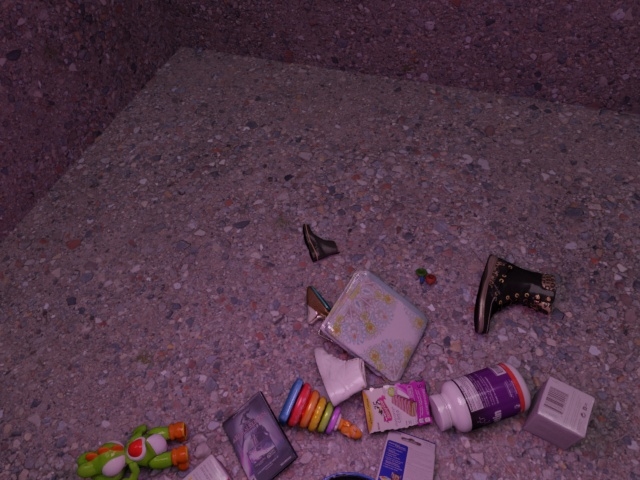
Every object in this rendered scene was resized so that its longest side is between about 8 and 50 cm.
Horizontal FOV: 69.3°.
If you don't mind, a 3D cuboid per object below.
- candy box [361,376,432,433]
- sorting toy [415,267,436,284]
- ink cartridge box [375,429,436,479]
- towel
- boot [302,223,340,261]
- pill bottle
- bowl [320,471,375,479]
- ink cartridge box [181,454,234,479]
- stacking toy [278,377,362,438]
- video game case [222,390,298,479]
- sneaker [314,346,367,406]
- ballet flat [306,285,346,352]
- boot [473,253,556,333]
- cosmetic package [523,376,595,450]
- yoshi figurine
[{"bbox_3d":[0.274,0.597,1.685,0.233,0.071,0.159,-10,80,-1],"label":"candy box"},{"bbox_3d":[0.461,0.166,2.044,0.061,0.042,0.102,-27,42,-32],"label":"sorting toy"},{"bbox_3d":[0.274,0.771,1.512,0.176,0.069,0.371,15,19,14],"label":"ink cartridge box"},{"bbox_3d":[0.219,0.333,1.832,0.374,0.090,0.320,38,63,-2],"label":"towel"},{"bbox_3d":[0.000,0.000,2.191,0.137,0.077,0.198,-14,67,-11],"label":"boot"},{"bbox_3d":[0.560,0.565,1.650,0.323,0.181,0.181,-17,54,-6],"label":"pill bottle"},{"bbox_3d":[0.087,0.921,1.437,0.391,0.077,0.391,-8,40,7],"label":"bowl"},{"bbox_3d":[-0.407,0.907,1.521,0.306,0.131,0.226,-37,59,-22],"label":"ink cartridge box"},{"bbox_3d":[0.014,0.639,1.681,0.302,0.175,0.165,23,61,7],"label":"stacking toy"},{"bbox_3d":[-0.223,0.715,1.662,0.196,0.026,0.274,-42,59,6],"label":"video game case"},{"bbox_3d":[0.082,0.482,1.749,0.169,0.108,0.292,-26,29,-3],"label":"sneaker"},{"bbox_3d":[0.025,0.335,1.928,0.124,0.116,0.342,-45,65,-5],"label":"ballet flat"},{"bbox_3d":[0.794,0.243,1.898,0.284,0.138,0.377,15,51,16],"label":"boot"},{"bbox_3d":[0.818,0.599,1.598,0.151,0.183,0.151,24,60,22],"label":"cosmetic package"},{"bbox_3d":[-0.658,0.776,1.649,0.362,0.203,0.203,-6,93,-16],"label":"yoshi figurine"}]
